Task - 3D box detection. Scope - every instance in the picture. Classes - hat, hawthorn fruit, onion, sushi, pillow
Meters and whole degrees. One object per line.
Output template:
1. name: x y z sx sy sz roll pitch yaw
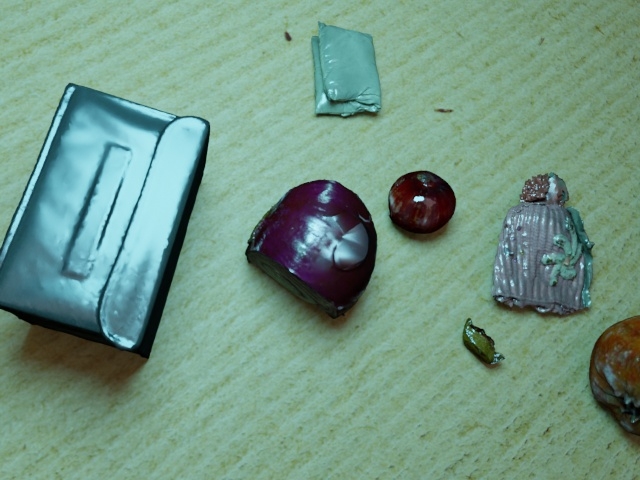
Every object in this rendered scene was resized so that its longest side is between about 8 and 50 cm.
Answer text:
1. hat: 0.451 0.001 1.124 0.237 0.107 0.286 10 80 -21
2. hawthorn fruit: 0.656 0.237 1.062 0.271 0.242 0.242 -38 88 -21
3. onion: 0.190 -0.073 1.072 0.131 0.131 0.131 3 77 -13
4. sushi: 0.304 0.193 1.073 0.047 0.050 0.099 -43 96 -13
5. onion: 0.003 -0.005 0.966 0.216 0.206 0.207 31 72 -6
6. pillow: 0.051 -0.342 1.125 0.134 0.078 0.181 -1 74 -17

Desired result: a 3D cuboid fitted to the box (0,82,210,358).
1. box: -0.320 -0.013 0.870 0.204 0.251 0.345 16 73 -9
